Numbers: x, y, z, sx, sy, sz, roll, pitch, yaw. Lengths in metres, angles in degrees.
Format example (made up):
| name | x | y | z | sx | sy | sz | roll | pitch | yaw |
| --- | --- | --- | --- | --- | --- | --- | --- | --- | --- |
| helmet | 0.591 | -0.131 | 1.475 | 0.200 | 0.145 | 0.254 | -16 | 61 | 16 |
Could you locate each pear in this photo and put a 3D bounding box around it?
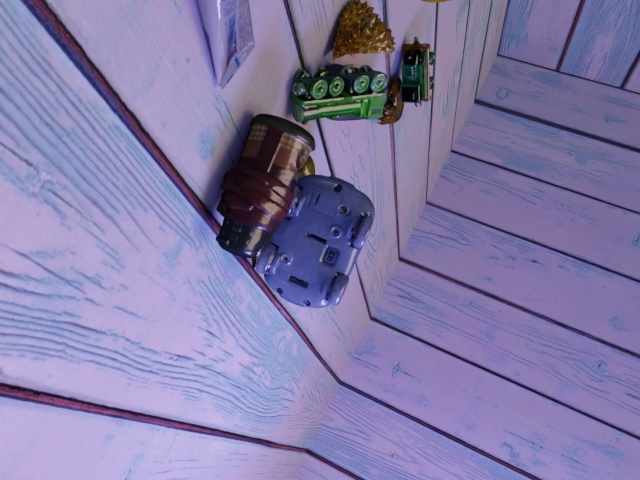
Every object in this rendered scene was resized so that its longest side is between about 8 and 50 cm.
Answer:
| name | x | y | z | sx | sy | sz | roll | pitch | yaw |
| --- | --- | --- | --- | --- | --- | --- | --- | --- | --- |
| pear | -0.052 | -0.164 | 1.280 | 0.092 | 0.092 | 0.096 | -51 | 157 | -42 |

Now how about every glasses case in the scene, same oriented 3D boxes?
| name | x | y | z | sx | sy | sz | roll | pitch | yaw |
| --- | --- | --- | --- | --- | --- | --- | --- | --- | --- |
| glasses case | 0.089 | -0.381 | 1.446 | 0.323 | 0.074 | 0.131 | -29 | 140 | -63 |

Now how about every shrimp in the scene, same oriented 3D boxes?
| name | x | y | z | sx | sy | sz | roll | pitch | yaw |
| --- | --- | --- | --- | --- | --- | --- | --- | --- | --- |
| shrimp | 0.233 | -0.445 | 1.827 | 0.248 | 0.068 | 0.150 | -53 | 146 | -51 |

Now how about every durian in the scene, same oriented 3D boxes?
| name | x | y | z | sx | sy | sz | roll | pitch | yaw |
| --- | --- | --- | --- | --- | --- | --- | --- | --- | --- |
| durian | 0.096 | -0.486 | 1.324 | 0.132 | 0.165 | 0.183 | -32 | 156 | 33 |

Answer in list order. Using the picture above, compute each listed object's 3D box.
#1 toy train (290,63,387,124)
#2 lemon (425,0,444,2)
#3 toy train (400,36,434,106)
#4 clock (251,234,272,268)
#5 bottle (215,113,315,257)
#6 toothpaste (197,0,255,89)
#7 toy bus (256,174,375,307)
| name | x | y | z | sx | sy | sz | roll | pitch | yaw |
| --- | --- | --- | --- | --- | --- | --- | --- | --- | --- |
| toy train | 0.043 | -0.322 | 1.244 | 0.252 | 0.085 | 0.119 | -16 | 132 | -31 |
| lemon | 0.270 | -0.692 | 1.227 | 0.336 | 0.336 | 0.336 | -55 | 159 | -34 |
| toy train | 0.306 | -0.533 | 1.799 | 0.136 | 0.091 | 0.227 | -51 | 142 | -46 |
| clock | -0.107 | -0.009 | 1.332 | 0.232 | 0.069 | 0.169 | -32 | 141 | -62 |
| bottle | -0.116 | -0.098 | 1.083 | 0.156 | 0.143 | 0.271 | 27 | 83 | -47 |
| toothpaste | -0.143 | -0.356 | 0.818 | 0.113 | 0.073 | 0.299 | -61 | 169 | -21 |
| toy bus | 0.000 | 0.000 | 1.257 | 0.232 | 0.198 | 0.294 | -30 | 141 | -79 |
